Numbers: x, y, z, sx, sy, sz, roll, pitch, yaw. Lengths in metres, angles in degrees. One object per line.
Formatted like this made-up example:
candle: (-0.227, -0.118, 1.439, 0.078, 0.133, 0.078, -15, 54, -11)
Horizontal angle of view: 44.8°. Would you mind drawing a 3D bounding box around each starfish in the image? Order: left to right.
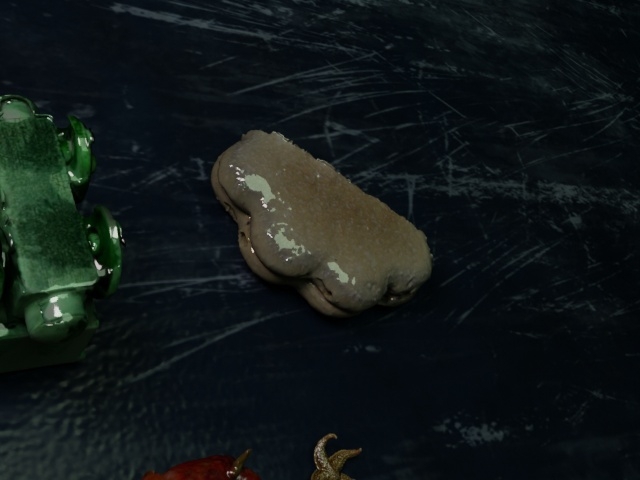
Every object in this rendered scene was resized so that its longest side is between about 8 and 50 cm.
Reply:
starfish: (0.018, 0.270, 0.910, 0.078, 0.028, 0.091, 54, 43, 2)

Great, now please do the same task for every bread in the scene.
bread: (-0.002, 0.001, 1.040, 0.337, 0.102, 0.183, 31, 51, -16)

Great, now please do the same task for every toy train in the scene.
toy train: (-0.297, -0.007, 0.767, 0.145, 0.202, 0.266, -3, 62, -37)

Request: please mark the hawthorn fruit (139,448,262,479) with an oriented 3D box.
hawthorn fruit: (-0.115, 0.264, 0.727, 0.148, 0.172, 0.148, 32, 13, -8)
